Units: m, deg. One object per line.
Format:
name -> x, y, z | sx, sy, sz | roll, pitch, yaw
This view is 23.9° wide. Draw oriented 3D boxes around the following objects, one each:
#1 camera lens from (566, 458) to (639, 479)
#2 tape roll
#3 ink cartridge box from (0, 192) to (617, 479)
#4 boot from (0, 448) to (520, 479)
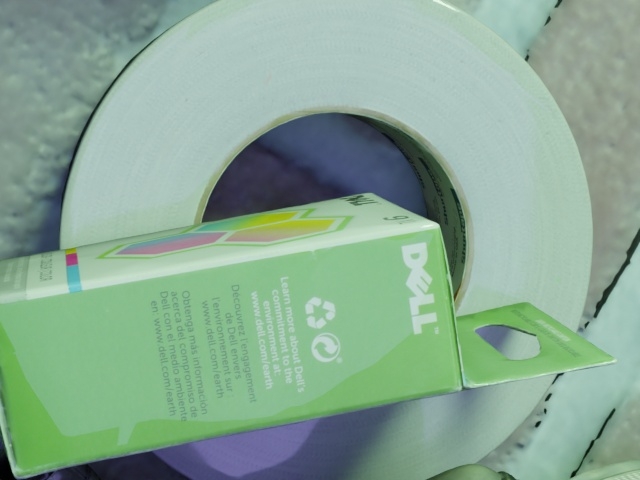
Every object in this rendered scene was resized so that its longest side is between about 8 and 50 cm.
camera lens -> 0.168, 0.217, 0.587 | 0.219, 0.274, 0.219 | -1, 96, -10
tape roll -> 0.000, 0.000, 0.640 | 0.219, 0.072, 0.219 | -1, 96, -9
ink cartridge box -> -0.012, 0.024, 0.548 | 0.209, 0.109, 0.062 | -10, 98, -8
boot -> -0.049, 0.124, 0.579 | 0.161, 0.246, 0.083 | 36, 45, -15
